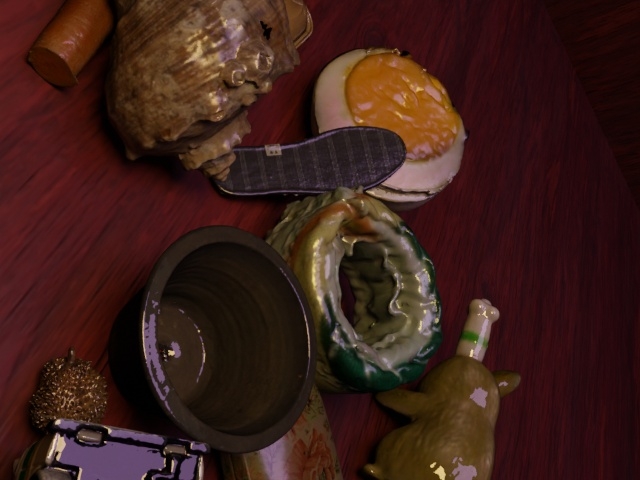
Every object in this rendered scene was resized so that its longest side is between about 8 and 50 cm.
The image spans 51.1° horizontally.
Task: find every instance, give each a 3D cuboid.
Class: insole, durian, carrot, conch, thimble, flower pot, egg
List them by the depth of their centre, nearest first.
[{"bbox_3d":[-0.240,0.148,0.639,0.080,0.080,0.091,-2,98,-53],"label":"durian"},{"bbox_3d":[-0.135,0.113,0.733,0.235,0.148,0.236,21,61,-44],"label":"flower pot"},{"bbox_3d":[-0.261,-0.274,0.785,0.067,0.067,0.225,44,47,-34],"label":"carrot"},{"bbox_3d":[-0.126,-0.251,0.802,0.297,0.209,0.353,-69,166,-71],"label":"conch"},{"bbox_3d":[0.037,0.072,0.937,0.254,0.167,0.288,-28,101,-43],"label":"thimble"},{"bbox_3d":[-0.010,-0.114,0.969,0.309,0.012,0.110,-7,75,-22],"label":"insole"},{"bbox_3d":[0.093,-0.173,1.130,0.264,0.174,0.287,-22,80,-25],"label":"egg"}]

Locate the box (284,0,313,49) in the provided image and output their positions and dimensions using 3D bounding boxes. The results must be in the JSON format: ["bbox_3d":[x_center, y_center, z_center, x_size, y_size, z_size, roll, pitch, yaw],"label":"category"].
[{"bbox_3d":[-0.074,-0.334,1.024,0.111,0.111,0.177,56,40,-22],"label":"box"}]

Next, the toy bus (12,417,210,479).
[{"bbox_3d":[-0.204,0.316,0.539,0.143,0.179,0.306,20,60,-31],"label":"toy bus"}]

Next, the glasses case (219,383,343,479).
[{"bbox_3d":[-0.025,0.371,0.821,0.156,0.098,0.426,-9,84,-49],"label":"glasses case"}]

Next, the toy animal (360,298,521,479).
[{"bbox_3d":[0.206,0.280,1.087,0.181,0.180,0.363,52,43,-25],"label":"toy animal"}]
